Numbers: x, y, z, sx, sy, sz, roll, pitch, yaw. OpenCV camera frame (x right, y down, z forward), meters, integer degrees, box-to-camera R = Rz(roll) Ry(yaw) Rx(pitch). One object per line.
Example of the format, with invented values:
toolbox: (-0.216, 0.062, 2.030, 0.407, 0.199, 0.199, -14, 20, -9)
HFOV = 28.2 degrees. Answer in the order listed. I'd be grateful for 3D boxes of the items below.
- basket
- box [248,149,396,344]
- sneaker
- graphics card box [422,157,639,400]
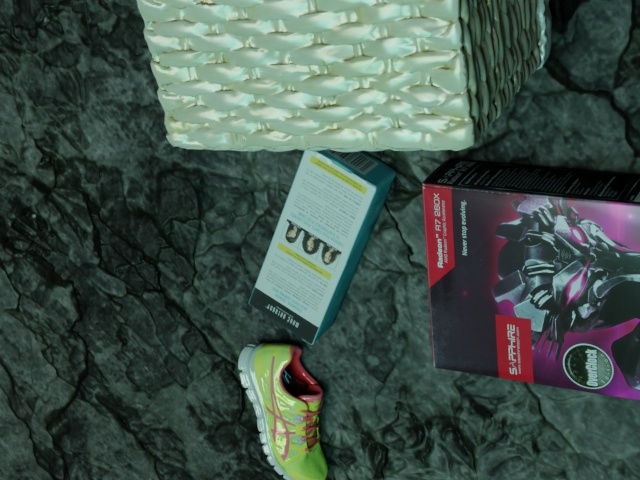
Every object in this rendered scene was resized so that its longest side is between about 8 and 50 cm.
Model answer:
basket: (0.022, -0.266, 1.172, 0.331, 0.266, 0.328, 2, 121, 22)
box: (0.000, 0.000, 1.536, 0.100, 0.060, 0.244, 32, 125, 15)
sneaker: (-0.031, 0.226, 1.649, 0.094, 0.081, 0.209, -16, 103, 33)
graphics card box: (0.294, 0.046, 1.361, 0.370, 0.094, 0.233, 7, 115, 26)
